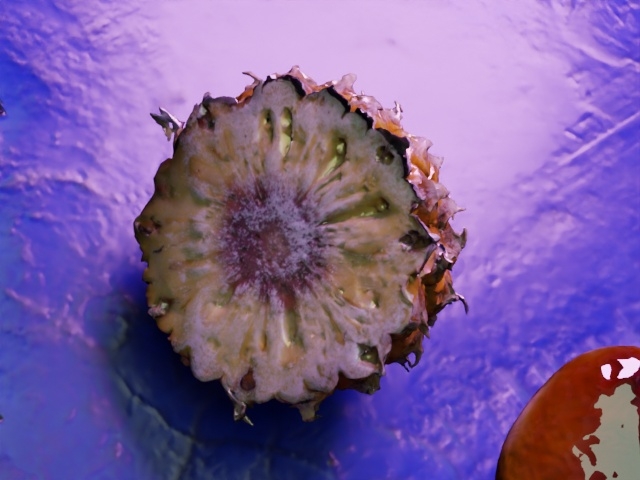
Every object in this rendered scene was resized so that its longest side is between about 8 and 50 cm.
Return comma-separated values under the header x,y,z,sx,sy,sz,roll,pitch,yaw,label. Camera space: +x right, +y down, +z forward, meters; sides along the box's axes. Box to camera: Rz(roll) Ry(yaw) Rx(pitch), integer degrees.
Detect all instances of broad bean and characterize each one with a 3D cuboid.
x,y,z,sx,sy,sz,roll,pitch,yaw,label
0.144,0.140,0.800,0.114,0.084,0.165,-10,67,15,broad bean

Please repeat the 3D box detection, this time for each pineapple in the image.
x,y,z,sx,sy,sz,roll,pitch,yaw,label
0.004,0.000,0.814,0.161,0.137,0.176,-27,78,19,pineapple
